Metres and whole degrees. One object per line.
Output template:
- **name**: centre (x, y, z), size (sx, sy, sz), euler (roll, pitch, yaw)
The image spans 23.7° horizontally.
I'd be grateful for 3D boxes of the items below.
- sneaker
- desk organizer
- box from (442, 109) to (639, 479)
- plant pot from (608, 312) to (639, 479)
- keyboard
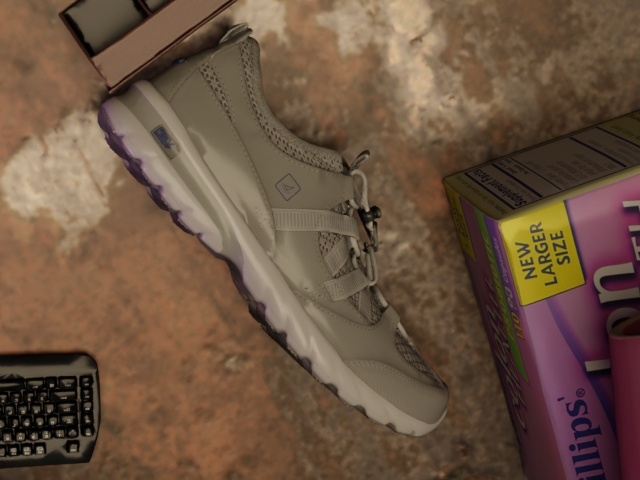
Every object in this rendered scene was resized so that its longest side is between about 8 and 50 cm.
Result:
- **sneaker**: centre (0.000, 0.000, 0.888), size (0.115, 0.105, 0.281), euler (-41, 111, -6)
- **desk organizer**: centre (-0.083, -0.144, 0.865), size (0.130, 0.047, 0.050), euler (-37, 106, -1)
- **box**: centre (0.227, 0.032, 0.934), size (0.243, 0.117, 0.214), euler (-18, 107, -6)
- **plant pot**: centre (0.240, 0.117, 0.807), size (0.201, 0.201, 0.180), euler (-18, 92, -6)
- **keyboard**: centre (-0.227, 0.122, 0.909), size (0.192, 0.038, 0.100), euler (-3, 105, -10)
